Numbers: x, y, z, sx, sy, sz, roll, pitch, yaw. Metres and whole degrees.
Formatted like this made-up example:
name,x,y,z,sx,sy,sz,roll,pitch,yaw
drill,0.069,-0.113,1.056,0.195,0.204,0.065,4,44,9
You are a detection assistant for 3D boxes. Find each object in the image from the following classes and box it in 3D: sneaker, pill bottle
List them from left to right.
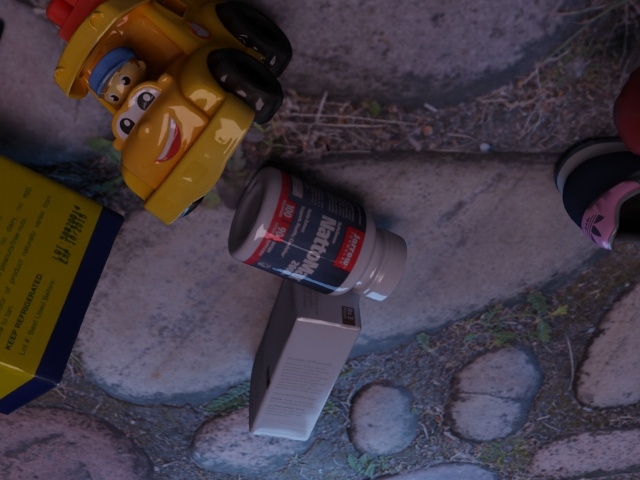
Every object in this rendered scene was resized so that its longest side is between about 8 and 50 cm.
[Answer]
name,x,y,z,sx,sy,sz,roll,pitch,yaw
pill bottle,0.000,0.000,0.861,0.180,0.108,0.108,22,127,-20
sneaker,0.419,-0.042,0.822,0.318,0.131,0.112,-7,131,4

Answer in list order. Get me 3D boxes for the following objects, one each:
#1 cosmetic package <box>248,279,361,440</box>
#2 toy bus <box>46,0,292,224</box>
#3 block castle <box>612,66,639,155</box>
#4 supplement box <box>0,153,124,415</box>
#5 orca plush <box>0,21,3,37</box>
name,x,y,z,sx,sy,sz,roll,pitch,yaw
cosmetic package,-0.025,0.136,0.976,0.085,0.117,0.231,10,130,-12
toy bus,-0.147,-0.152,0.657,0.211,0.220,0.149,35,118,-21
block castle,0.497,-0.068,0.687,0.453,0.213,0.303,-19,108,-7
supplement box,-0.413,0.007,0.761,0.356,0.194,0.195,29,147,-24
orca plush,-0.343,-0.206,0.670,0.287,0.102,0.151,-32,125,24
